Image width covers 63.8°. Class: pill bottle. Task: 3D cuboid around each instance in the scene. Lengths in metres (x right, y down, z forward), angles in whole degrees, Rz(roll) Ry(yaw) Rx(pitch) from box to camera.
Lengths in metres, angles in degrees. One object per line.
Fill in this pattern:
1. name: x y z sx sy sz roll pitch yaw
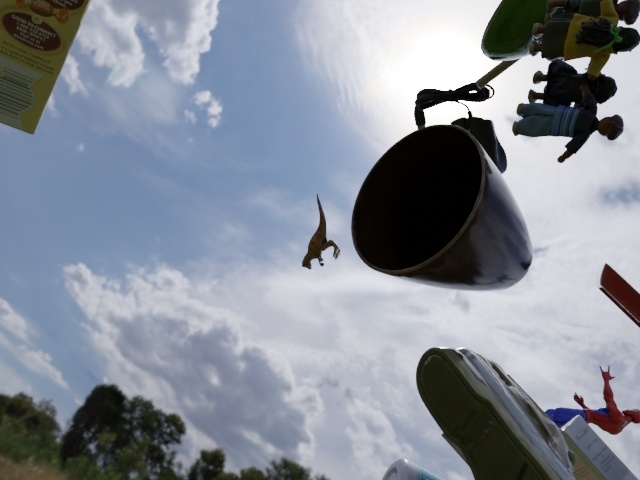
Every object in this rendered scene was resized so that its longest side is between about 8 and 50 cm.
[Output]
1. pill bottle: 0.265 0.614 1.152 0.264 0.146 0.146 29 -36 0

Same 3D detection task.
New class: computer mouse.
1. computer mouse: 0.293 -0.217 1.110 0.184 0.060 0.262 8 -33 34

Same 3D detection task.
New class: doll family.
1. doll family: 0.281 -0.181 0.552 0.111 0.076 0.193 17 -69 36

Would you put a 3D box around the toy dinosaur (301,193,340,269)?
1. toy dinosaur: 0.000 0.000 1.351 0.112 0.064 0.212 25 -65 14

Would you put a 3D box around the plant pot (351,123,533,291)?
1. plant pot: 0.199 -0.014 0.740 0.230 0.215 0.215 28 -27 -36

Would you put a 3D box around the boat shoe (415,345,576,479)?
1. boat shoe: 0.221 0.236 0.554 0.103 0.302 0.113 5 -51 -29

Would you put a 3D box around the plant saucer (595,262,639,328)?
1. plant saucer: 0.781 0.170 1.272 0.048 0.258 0.259 -44 -111 15

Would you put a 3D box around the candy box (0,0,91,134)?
1. candy box: -0.340 -0.314 0.645 0.087 0.183 0.316 20 -54 -35

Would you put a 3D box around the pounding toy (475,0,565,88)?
1. pounding toy: 0.341 -0.309 0.768 0.110 0.183 0.237 48 1 16

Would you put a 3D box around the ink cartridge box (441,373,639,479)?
1. ink cartridge box: 0.400 0.415 0.992 0.261 0.066 0.296 51 -37 25

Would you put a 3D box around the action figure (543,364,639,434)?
1. action figure: 0.562 0.364 1.158 0.280 0.139 0.091 -3 -45 15
